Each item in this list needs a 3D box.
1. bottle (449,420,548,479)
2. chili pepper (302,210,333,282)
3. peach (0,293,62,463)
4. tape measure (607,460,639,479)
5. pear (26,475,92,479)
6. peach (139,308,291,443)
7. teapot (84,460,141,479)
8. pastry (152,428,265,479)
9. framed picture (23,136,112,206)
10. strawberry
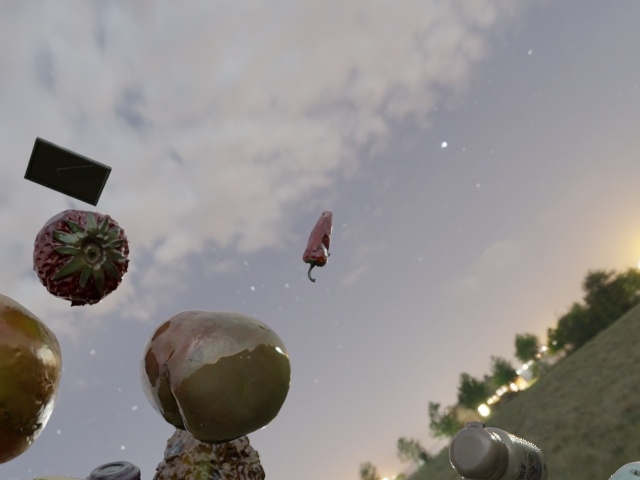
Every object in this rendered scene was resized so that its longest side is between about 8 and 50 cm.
[{"bbox_3d":[0.275,0.354,1.050,0.097,0.110,0.209,-10,-28,36],"label":"bottle"},{"bbox_3d":[0.000,0.000,1.571,0.268,0.059,0.050,-72,-13,-48],"label":"chili pepper"},{"bbox_3d":[-0.651,0.253,1.274,0.290,0.372,0.372,-53,-15,-17],"label":"peach"},{"bbox_3d":[0.551,0.448,1.014,0.243,0.246,0.125,6,-56,-53],"label":"tape measure"},{"bbox_3d":[-0.419,0.565,1.075,0.362,0.418,0.362,-8,-76,-35],"label":"pear"},{"bbox_3d":[-0.202,0.246,1.269,0.292,0.292,0.247,78,-144,-68],"label":"peach"},{"bbox_3d":[-0.433,0.557,1.413,0.116,0.146,0.148,-7,2,-16],"label":"teapot"},{"bbox_3d":[-0.269,0.605,1.577,0.292,0.337,0.405,8,-17,2],"label":"pastry"},{"bbox_3d":[-0.297,-0.080,0.786,0.089,0.007,0.066,22,-52,-17],"label":"framed picture"},{"bbox_3d":[-0.518,0.039,1.422,0.205,0.205,0.244,-25,5,-36],"label":"strawberry"}]
